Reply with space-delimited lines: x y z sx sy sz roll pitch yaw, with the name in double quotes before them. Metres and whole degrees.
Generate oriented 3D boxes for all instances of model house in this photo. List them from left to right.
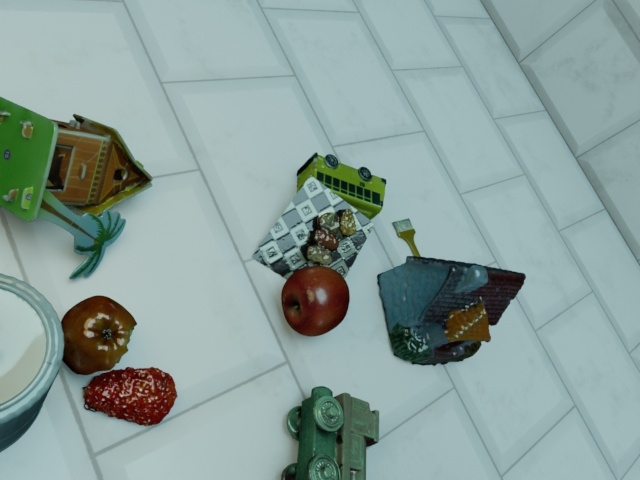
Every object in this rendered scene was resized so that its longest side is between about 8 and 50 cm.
"model house" -0.578 -0.120 1.213 0.300 0.340 0.323 24 13 27
"model house" 0.420 0.175 1.598 0.360 0.339 0.297 8 60 -32

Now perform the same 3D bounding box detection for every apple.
"apple" -0.453 0.187 1.103 0.147 0.158 0.156 42 54 -6
"apple" -0.011 0.156 1.414 0.168 0.181 0.181 1 65 -37

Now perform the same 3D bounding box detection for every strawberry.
"strawberry" -0.387 0.321 1.130 0.188 0.082 0.121 11 63 -33

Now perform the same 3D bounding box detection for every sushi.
"sushi" 0.000 0.000 1.513 0.264 0.050 0.290 36 76 -14

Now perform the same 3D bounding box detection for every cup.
"cup" -0.599 0.189 0.899 0.331 0.311 0.257 45 49 -6

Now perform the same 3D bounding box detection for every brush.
"brush" 0.308 0.024 1.815 0.083 0.011 0.205 -13 74 -40

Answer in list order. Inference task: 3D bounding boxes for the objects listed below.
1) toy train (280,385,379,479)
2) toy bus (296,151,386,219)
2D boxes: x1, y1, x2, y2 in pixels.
"toy train" 0.031 0.502 1.276 0.221 0.150 0.304 29 47 -27
"toy bus" 0.066 -0.150 1.665 0.262 0.128 0.150 17 59 -25
